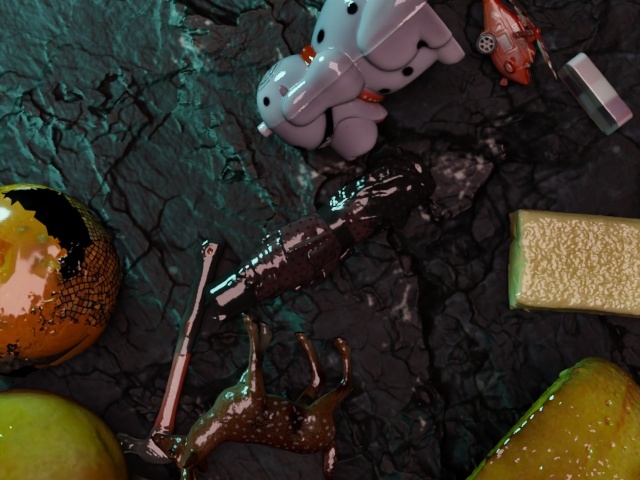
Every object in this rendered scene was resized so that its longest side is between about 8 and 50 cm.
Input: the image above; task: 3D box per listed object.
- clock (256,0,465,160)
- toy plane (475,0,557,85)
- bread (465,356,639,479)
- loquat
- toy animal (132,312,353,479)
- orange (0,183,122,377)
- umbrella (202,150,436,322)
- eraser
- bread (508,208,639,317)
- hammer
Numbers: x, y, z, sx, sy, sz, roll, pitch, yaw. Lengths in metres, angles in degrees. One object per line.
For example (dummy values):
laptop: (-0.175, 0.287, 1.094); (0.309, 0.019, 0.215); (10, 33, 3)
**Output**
clock: (0.030, -0.207, 1.161); (0.189, 0.189, 0.254); (44, 99, 3)
toy plane: (0.218, -0.280, 1.181); (0.077, 0.126, 0.194); (-25, 126, 25)
bread: (0.271, 0.268, 1.059); (0.312, 0.312, 0.172); (-43, 75, -4)
loquat: (-0.353, 0.299, 1.059); (0.275, 0.275, 0.275); (0, 85, -1)
toy animal: (-0.083, 0.223, 1.134); (0.243, 0.087, 0.260); (15, 79, -12)
orange: (-0.356, 0.045, 1.126); (0.234, 0.182, 0.234); (-2, 78, 10)
umbrella: (0.000, 0.000, 1.168); (0.326, 0.090, 0.094); (-35, 86, -7)
eraser: (0.347, -0.185, 1.202); (0.026, 0.065, 0.105); (-37, 85, -5)
bread: (0.330, 0.031, 1.182); (0.188, 0.068, 0.125); (4, 85, -1)
hammer: (-0.171, 0.137, 1.187); (0.111, 0.033, 0.287); (13, 85, 1)
